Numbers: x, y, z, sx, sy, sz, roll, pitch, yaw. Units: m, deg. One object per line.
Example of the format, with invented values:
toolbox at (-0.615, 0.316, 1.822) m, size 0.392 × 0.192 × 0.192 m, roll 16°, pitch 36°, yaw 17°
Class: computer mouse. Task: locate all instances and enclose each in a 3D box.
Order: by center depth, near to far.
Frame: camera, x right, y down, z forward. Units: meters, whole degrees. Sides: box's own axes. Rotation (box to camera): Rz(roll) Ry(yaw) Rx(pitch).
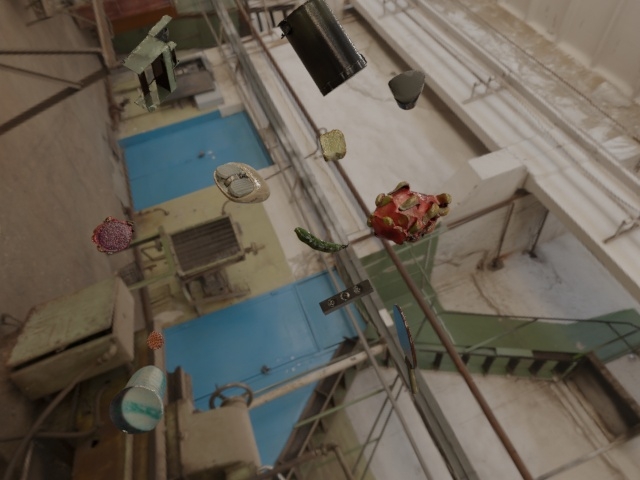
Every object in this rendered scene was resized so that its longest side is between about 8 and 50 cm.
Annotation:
computer mouse at (-0.245, -0.187, 1.495) m, size 0.145 × 0.082 × 0.236 m, roll 52°, pitch 20°, yaw 12°

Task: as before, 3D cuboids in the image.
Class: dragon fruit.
dragon fruit at (-0.644, -0.021, 1.427) m, size 0.068 × 0.112 × 0.126 m, roll 42°, pitch -68°, yaw 59°
dragon fruit at (0.345, -0.097, 1.796) m, size 0.227 × 0.308 × 0.243 m, roll -178°, pitch -77°, yaw -76°

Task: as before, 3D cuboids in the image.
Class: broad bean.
broad bean at (-0.001, 0.005, 1.714) m, size 0.069 × 0.227 × 0.039 m, roll -68°, pitch -155°, yaw 15°

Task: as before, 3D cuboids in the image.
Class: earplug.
earplug at (-0.687, 0.589, 1.797) m, size 0.324 × 0.185 × 0.184 m, roll -148°, pitch -141°, yaw -77°

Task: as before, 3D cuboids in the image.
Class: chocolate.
chocolate at (0.300, -0.519, 1.620) m, size 0.080 × 0.125 × 0.148 m, roll 51°, pitch 55°, yaw -63°

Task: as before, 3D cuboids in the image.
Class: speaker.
speaker at (0.091, 0.197, 1.594) m, size 0.040 × 0.191 × 0.046 m, roll 63°, pitch 0°, yaw 27°

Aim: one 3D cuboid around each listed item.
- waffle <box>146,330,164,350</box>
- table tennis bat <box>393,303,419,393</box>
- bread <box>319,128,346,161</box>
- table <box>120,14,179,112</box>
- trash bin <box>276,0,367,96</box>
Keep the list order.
waffle at (-0.718, 0.435, 1.999) m, size 0.083 × 0.075 × 0.029 m, roll 31°, pitch 1°, yaw 18°
table tennis bat at (0.234, 0.298, 1.243) m, size 0.154 × 0.021 × 0.274 m, roll -112°, pitch -172°, yaw -69°
bread at (0.039, -0.282, 1.374) m, size 0.070 × 0.077 × 0.083 m, roll 13°, pitch 63°, yaw -83°
table at (-0.386, -0.419, 1.100) m, size 0.063 × 0.175 × 0.146 m, roll 31°, pitch -22°, yaw 2°
trash bin at (0.012, -0.726, 1.724) m, size 0.301 × 0.252 × 0.203 m, roll 54°, pitch -25°, yaw -13°
